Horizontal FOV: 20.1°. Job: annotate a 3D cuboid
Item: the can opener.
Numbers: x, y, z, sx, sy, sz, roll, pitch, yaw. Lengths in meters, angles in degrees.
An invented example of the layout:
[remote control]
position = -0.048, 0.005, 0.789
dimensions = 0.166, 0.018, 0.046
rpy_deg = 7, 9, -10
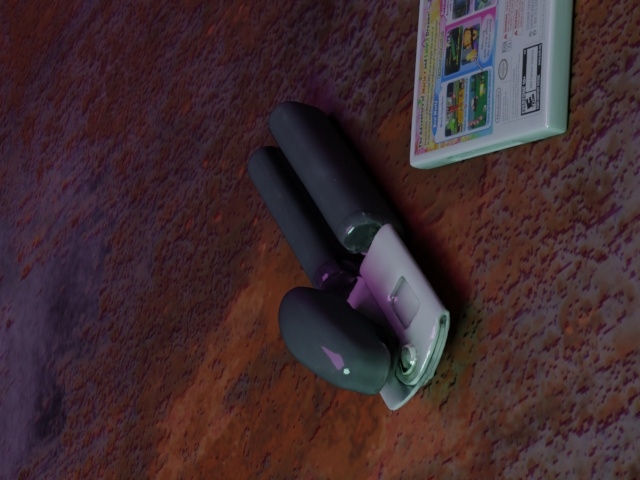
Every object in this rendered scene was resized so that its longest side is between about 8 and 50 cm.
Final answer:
[can opener]
position = 0.000, 0.000, 1.153
dimensions = 0.076, 0.095, 0.283
rpy_deg = -64, 33, 24

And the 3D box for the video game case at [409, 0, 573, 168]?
[video game case]
position = 0.104, -0.130, 1.094
dimensions = 0.143, 0.019, 0.157
rpy_deg = -13, 70, 59
